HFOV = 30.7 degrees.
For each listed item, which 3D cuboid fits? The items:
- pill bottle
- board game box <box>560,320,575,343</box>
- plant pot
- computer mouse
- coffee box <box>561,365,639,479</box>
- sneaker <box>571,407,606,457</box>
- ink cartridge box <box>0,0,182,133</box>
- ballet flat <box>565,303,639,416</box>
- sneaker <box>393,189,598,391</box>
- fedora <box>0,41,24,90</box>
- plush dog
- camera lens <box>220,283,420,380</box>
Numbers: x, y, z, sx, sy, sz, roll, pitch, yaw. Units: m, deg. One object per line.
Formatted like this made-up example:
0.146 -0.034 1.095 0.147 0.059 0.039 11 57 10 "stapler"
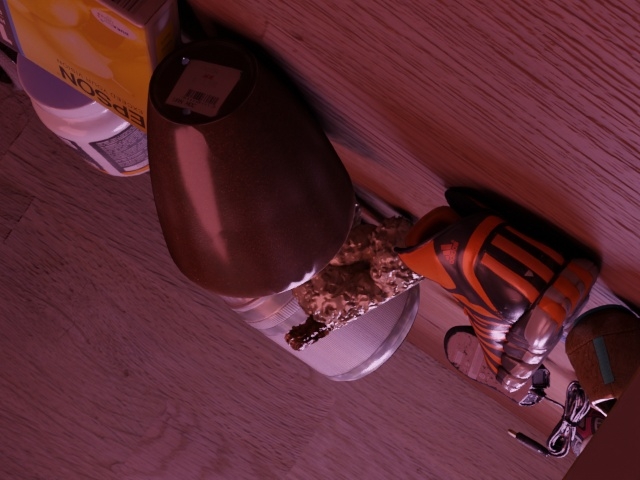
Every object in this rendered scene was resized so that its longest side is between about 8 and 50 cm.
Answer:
-0.288 -0.192 1.530 0.162 0.162 0.278 33 173 11 "pill bottle"
0.296 0.107 1.426 0.090 0.020 0.090 31 174 13 "board game box"
-0.088 -0.089 1.181 0.215 0.215 0.230 31 160 27 "plant pot"
0.318 0.239 1.897 0.262 0.060 0.184 26 131 25 "computer mouse"
0.297 0.240 0.649 0.334 0.338 0.338 32 163 26 "coffee box"
0.508 0.359 1.978 0.299 0.121 0.112 40 -159 -53 "sneaker"
-0.276 -0.229 1.232 0.303 0.072 0.307 32 155 12 "ink cartridge box"
0.365 0.196 1.198 0.342 0.116 0.124 43 -148 -37 "ballet flat"
0.172 0.040 1.180 0.180 0.124 0.321 37 164 15 "sneaker"
-0.465 -0.327 1.569 0.243 0.124 0.275 27 165 45 "fedora"
0.000 0.000 1.526 0.225 0.210 0.262 60 174 4 "plush dog"
-0.003 0.067 1.767 0.274 0.219 0.219 37 174 -25 "camera lens"
